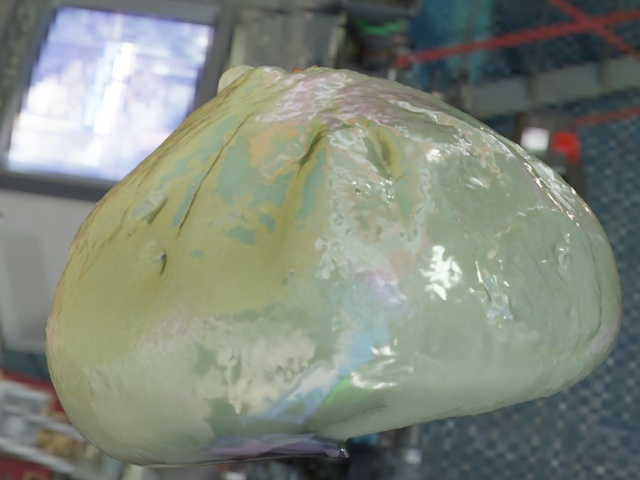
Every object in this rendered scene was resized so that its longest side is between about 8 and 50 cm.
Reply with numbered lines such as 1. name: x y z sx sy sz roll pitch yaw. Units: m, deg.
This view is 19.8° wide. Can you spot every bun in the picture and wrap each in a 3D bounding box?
1. bun: 0.000 0.000 0.916 0.293 0.293 0.187 -44 124 -82
